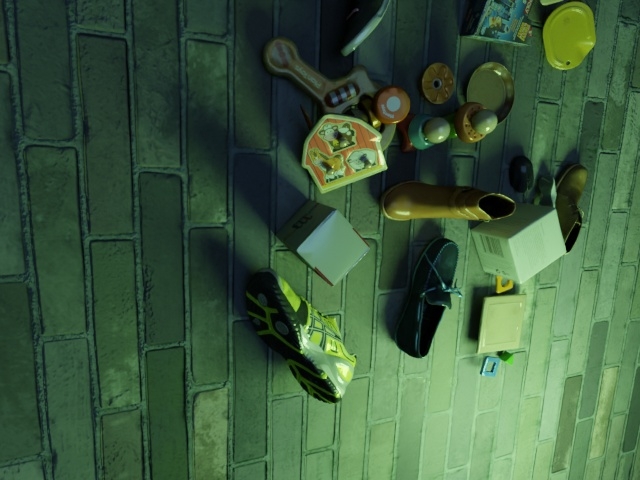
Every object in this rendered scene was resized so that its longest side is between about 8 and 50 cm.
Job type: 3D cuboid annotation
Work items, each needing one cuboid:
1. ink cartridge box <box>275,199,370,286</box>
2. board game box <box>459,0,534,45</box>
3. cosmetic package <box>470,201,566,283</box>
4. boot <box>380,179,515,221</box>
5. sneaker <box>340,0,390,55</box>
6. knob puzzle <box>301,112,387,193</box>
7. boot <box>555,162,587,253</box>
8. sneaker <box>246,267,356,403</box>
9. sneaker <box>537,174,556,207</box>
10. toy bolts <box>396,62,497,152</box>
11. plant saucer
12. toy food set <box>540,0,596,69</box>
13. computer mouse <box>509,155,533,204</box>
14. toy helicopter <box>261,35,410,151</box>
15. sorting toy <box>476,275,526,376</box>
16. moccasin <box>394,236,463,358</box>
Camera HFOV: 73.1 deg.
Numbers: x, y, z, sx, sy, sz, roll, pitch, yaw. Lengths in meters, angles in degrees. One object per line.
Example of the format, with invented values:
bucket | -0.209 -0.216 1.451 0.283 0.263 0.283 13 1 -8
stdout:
ink cartridge box | 0.000 0.000 1.000 0.127 0.176 0.128 -47 113 -5
board game box | 0.490 -0.598 1.135 0.194 0.060 0.194 12 105 -27
cosmetic package | 0.570 0.001 1.247 0.183 0.151 0.152 -29 110 -13
boot | 0.316 -0.087 1.087 0.283 0.220 0.109 2 100 -23
sneaker | 0.084 -0.565 0.966 0.146 0.104 0.296 32 82 -23
knob puzzle | 0.046 -0.199 0.972 0.213 0.030 0.213 -3 135 -3
boot | 0.771 -0.092 1.334 0.112 0.115 0.305 23 90 -22
sneaker | -0.045 0.219 1.068 0.147 0.145 0.385 -47 115 -42
sneaker | 0.696 -0.120 1.320 0.061 0.053 0.152 13 85 -45
toy bolts | 0.307 -0.321 1.070 0.228 0.158 0.218 -30 110 -15
plant saucer | 0.462 -0.400 1.191 0.168 0.029 0.169 -5 103 -22
toy food set | 0.685 -0.597 1.211 0.128 0.071 0.218 -16 122 19
computer mouse | 0.623 -0.138 1.303 0.071 0.041 0.242 -26 110 -17
toy helicopter | 0.010 -0.315 0.989 0.355 0.140 0.235 35 95 -14
sorting toy | 0.558 0.253 1.353 0.195 0.047 0.348 -1 101 -27
moccasin | 0.322 0.165 1.196 0.137 0.117 0.342 13 95 -24
